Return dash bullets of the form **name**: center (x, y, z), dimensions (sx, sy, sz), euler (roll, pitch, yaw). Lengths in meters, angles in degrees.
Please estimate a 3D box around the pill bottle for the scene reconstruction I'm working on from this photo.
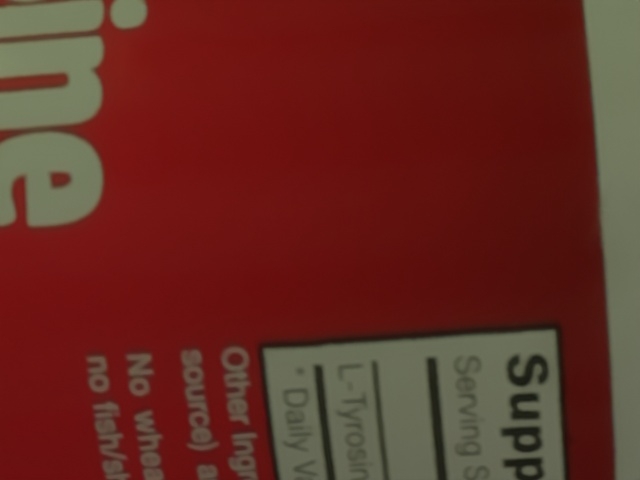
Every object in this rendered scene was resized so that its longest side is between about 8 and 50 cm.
- **pill bottle**: center (0.000, 0.000, 0.495), dimensions (0.229, 0.408, 0.229), euler (-5, -90, -84)
